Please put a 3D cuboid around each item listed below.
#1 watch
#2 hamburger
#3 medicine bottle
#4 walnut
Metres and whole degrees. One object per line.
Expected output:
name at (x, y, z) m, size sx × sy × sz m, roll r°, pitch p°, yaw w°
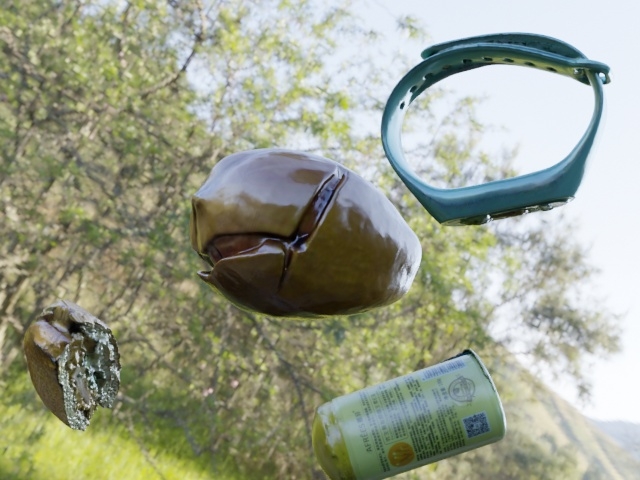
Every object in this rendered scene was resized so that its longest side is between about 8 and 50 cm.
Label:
watch at (0.181, -0.116, 0.860) m, size 0.237 × 0.195 × 0.068 m, roll -11°, pitch -11°, yaw 24°
hamburger at (-0.443, 0.200, 1.485) m, size 0.156 × 0.144 × 0.283 m, roll 38°, pitch -36°, yaw 26°
medicine bottle at (0.106, 0.231, 1.065) m, size 0.124 × 0.239 × 0.124 m, roll 161°, pitch -90°, yaw -89°
walnut at (0.000, 0.000, 1.021) m, size 0.336 × 0.209 × 0.209 m, roll 12°, pitch 0°, yaw -37°
